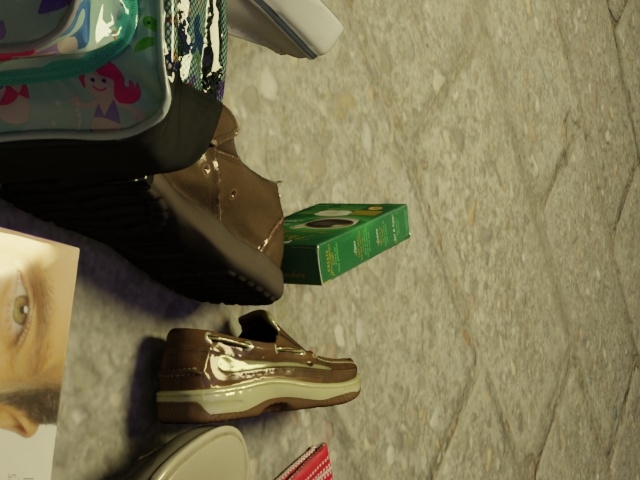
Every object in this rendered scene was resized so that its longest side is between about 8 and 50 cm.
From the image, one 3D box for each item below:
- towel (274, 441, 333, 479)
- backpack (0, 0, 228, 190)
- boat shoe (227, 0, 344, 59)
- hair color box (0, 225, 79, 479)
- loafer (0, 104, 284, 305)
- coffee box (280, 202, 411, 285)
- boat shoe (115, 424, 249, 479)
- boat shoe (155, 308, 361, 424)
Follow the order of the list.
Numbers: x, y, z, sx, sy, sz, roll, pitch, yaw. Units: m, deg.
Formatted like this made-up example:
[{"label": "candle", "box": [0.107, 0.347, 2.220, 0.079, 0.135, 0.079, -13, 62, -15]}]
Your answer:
[{"label": "towel", "box": [-0.019, 0.374, 0.959, 0.199, 0.031, 0.275, -30, 114, -55]}, {"label": "backpack", "box": [-0.165, -0.163, 0.459, 0.191, 0.225, 0.254, 42, 47, -76]}, {"label": "boat shoe", "box": [-0.149, -0.198, 0.668, 0.367, 0.136, 0.156, 27, 107, -41]}, {"label": "hair color box", "box": [-0.290, 0.059, 0.476, 0.339, 0.110, 0.185, 21, 70, -57]}, {"label": "loafer", "box": [-0.136, -0.063, 0.717, 0.366, 0.133, 0.130, 49, 46, -59]}, {"label": "coffee box", "box": [0.000, 0.000, 0.929, 0.184, 0.113, 0.040, -26, 113, -57]}, {"label": "boat shoe", "box": [-0.166, 0.245, 0.696, 0.335, 0.095, 0.112, -49, 132, -53]}, {"label": "boat shoe", "box": [-0.045, 0.111, 0.873, 0.257, 0.095, 0.095, 6, 78, -57]}]
